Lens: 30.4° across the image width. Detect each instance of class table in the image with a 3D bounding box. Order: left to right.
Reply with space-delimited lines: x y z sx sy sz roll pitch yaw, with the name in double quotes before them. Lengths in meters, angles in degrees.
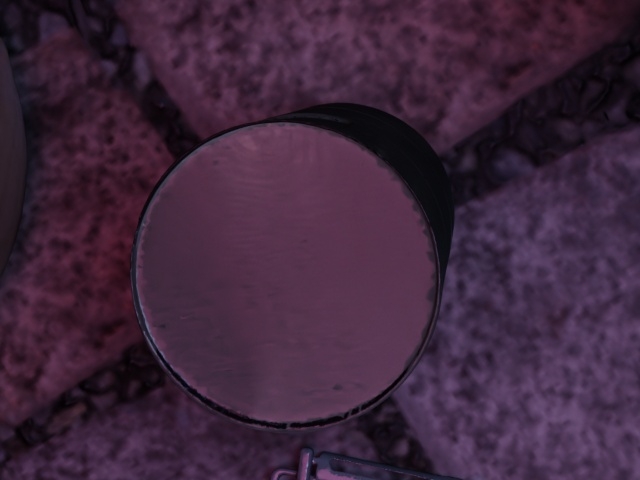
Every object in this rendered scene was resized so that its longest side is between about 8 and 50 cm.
"table" 0.000 0.000 0.561 0.126 0.220 0.126 1 98 7

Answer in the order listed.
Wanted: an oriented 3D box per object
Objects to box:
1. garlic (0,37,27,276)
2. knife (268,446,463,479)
"garlic" -0.299 -0.045 0.645 0.325 0.132 0.279 -31 100 15
"knife" 0.009 0.263 0.677 0.123 0.053 0.278 11 97 12
